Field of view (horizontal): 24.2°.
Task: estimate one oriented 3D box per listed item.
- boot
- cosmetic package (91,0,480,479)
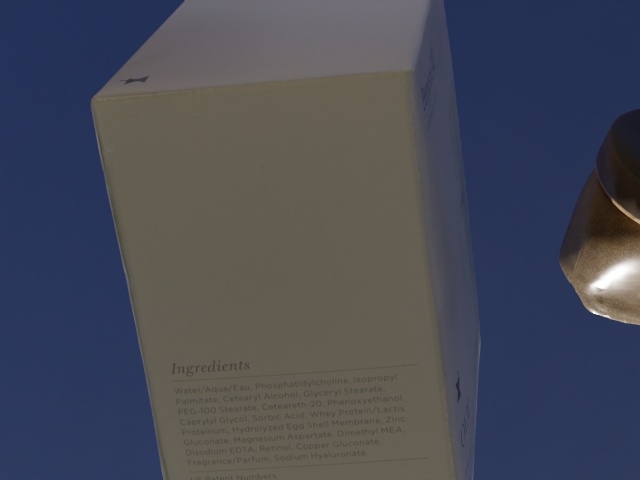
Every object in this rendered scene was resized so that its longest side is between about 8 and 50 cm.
[{"bbox_3d":[0.278,-0.011,0.888,0.115,0.305,0.112,113,-32,-41],"label":"boot"},{"bbox_3d":[0.000,0.000,0.715,0.138,0.224,0.225,-6,-69,10],"label":"cosmetic package"}]
